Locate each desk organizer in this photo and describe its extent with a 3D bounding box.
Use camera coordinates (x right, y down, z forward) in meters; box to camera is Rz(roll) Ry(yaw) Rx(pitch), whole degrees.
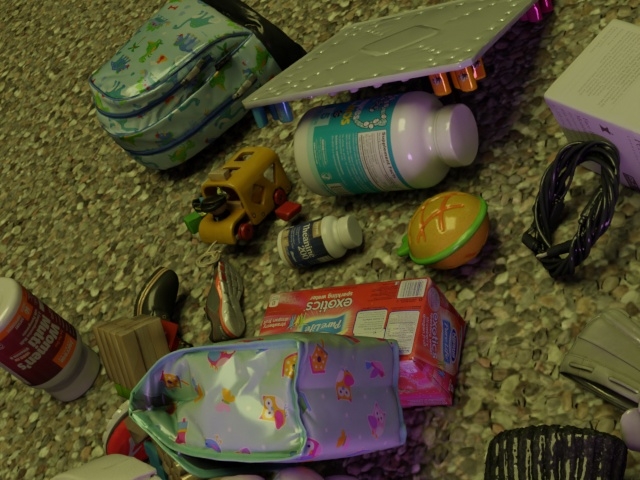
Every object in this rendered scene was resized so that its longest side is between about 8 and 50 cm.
[{"bbox_3d":[0.194,-0.236,1.668,0.047,0.050,0.130,-24,44,18],"label":"desk organizer"}]

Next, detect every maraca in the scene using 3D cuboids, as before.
[{"bbox_3d":[0.169,-0.015,1.467,0.127,0.099,0.186,-46,15,-13],"label":"maraca"}]

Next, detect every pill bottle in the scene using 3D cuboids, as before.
[{"bbox_3d":[-0.464,0.165,1.687,0.121,0.221,0.121,-21,45,22],"label":"pill bottle"},{"bbox_3d":[0.000,0.000,1.597,0.120,0.067,0.067,-16,47,26],"label":"pill bottle"},{"bbox_3d":[0.101,-0.147,1.590,0.264,0.146,0.146,-4,53,34],"label":"pill bottle"}]

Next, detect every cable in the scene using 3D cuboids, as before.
[{"bbox_3d":[0.324,-0.044,1.346,0.184,0.047,0.150,-62,21,26],"label":"cable"}]

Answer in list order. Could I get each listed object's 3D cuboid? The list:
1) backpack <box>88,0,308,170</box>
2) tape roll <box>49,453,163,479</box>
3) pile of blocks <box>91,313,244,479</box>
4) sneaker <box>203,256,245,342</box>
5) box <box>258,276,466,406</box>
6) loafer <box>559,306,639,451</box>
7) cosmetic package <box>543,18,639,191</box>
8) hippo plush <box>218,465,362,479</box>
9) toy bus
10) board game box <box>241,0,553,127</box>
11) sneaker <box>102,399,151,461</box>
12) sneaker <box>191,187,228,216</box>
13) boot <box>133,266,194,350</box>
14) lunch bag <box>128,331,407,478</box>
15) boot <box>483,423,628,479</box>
[{"bbox_3d":[-0.249,-0.299,1.935,0.355,0.273,0.290,-52,48,6],"label":"backpack"},{"bbox_3d":[-0.200,0.431,1.168,0.072,0.391,0.392,-18,28,-36],"label":"tape roll"},{"bbox_3d":[-0.179,0.252,1.417,0.113,0.362,0.149,-23,-8,-30],"label":"pile of blocks"},{"bbox_3d":[-0.162,0.094,1.648,0.065,0.061,0.157,-30,41,22],"label":"sneaker"},{"bbox_3d":[0.049,0.142,1.395,0.257,0.122,0.128,-8,50,32],"label":"box"},{"bbox_3d":[0.379,0.193,1.124,0.111,0.112,0.319,-45,33,3],"label":"loafer"},{"bbox_3d":[0.424,-0.167,1.359,0.151,0.151,0.184,-47,40,-7],"label":"cosmetic package"},{"bbox_3d":[-0.056,0.404,1.165,0.294,0.234,0.236,-14,57,2],"label":"hippo plush"},{"bbox_3d":[-0.143,-0.072,1.712,0.191,0.104,0.202,-24,28,-1],"label":"toy bus"},{"bbox_3d":[0.131,-0.294,1.645,0.390,0.050,0.390,-6,25,34],"label":"board game box"},{"bbox_3d":[-0.195,0.263,1.498,0.279,0.107,0.118,-33,54,15],"label":"sneaker"},{"bbox_3d":[-0.188,-0.075,1.828,0.083,0.035,0.031,-38,42,4],"label":"sneaker"},{"bbox_3d":[-0.232,0.144,1.655,0.137,0.077,0.197,6,72,35],"label":"boot"},{"bbox_3d":[-0.065,0.194,1.237,0.262,0.223,0.160,-12,78,33],"label":"lunch bag"},{"bbox_3d":[0.295,0.321,1.051,0.348,0.131,0.260,0,55,37],"label":"boot"}]
